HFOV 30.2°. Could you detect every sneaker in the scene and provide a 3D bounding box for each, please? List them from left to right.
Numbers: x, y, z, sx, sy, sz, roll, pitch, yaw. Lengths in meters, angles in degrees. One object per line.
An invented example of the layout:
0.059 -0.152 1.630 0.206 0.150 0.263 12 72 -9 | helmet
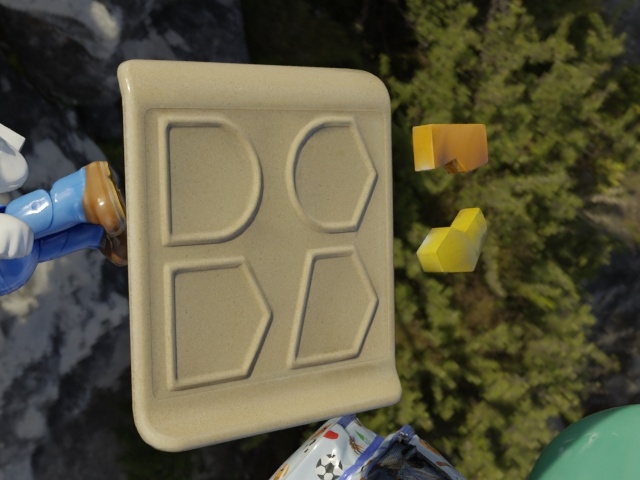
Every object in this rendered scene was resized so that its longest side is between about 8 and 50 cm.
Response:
-0.428 -0.132 1.416 0.094 0.080 0.212 -30 131 35 | sneaker

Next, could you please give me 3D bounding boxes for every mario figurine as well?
-0.336 0.046 1.167 0.321 0.170 0.198 -19 124 -6 | mario figurine

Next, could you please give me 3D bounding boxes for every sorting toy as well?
0.000 0.000 0.782 0.307 0.041 0.229 -5 91 -42 | sorting toy

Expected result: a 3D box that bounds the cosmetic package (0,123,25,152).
-0.479 -0.060 1.622 0.060 0.239 0.099 30 123 -15 | cosmetic package

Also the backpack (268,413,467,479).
0.035 0.304 1.227 0.276 0.213 0.263 -44 165 15 | backpack

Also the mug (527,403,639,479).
0.156 0.127 0.479 0.129 0.158 0.097 65 37 -41 | mug
